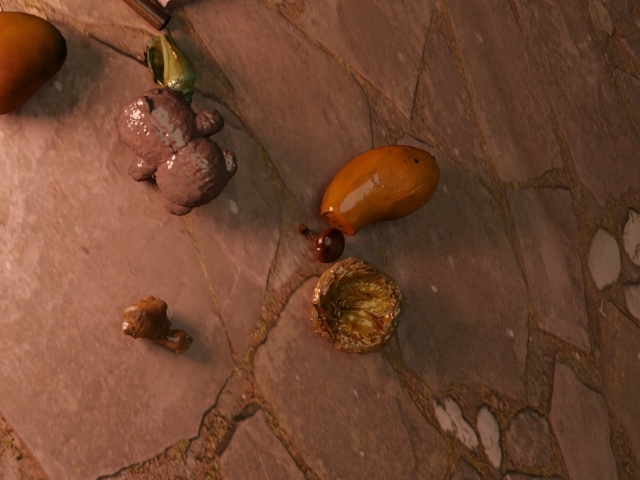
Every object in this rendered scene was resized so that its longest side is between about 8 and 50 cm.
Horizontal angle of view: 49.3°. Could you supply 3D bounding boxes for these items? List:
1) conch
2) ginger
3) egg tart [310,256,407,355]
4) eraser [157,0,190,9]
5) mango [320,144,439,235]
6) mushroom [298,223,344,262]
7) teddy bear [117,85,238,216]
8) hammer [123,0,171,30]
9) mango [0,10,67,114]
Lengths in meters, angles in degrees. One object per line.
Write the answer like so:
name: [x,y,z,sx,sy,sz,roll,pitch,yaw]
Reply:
conch: [-0.332,-0.378,1.561,0.095,0.079,0.200,-31,78,-16]
ginger: [-0.338,0.172,1.462,0.165,0.067,0.096,30,68,-34]
egg tart: [0.082,0.156,1.670,0.253,0.098,0.231,1,86,-24]
eraser: [-0.358,-0.650,1.602,0.125,0.068,0.210,-31,97,-29]
mango: [0.149,-0.136,1.729,0.360,0.144,0.186,-20,87,-27]
mushroom: [0.004,0.003,1.667,0.130,0.073,0.088,29,95,-19]
teddy bear: [-0.306,-0.198,1.489,0.236,0.151,0.267,-39,106,2]
hammer: [-0.513,-0.627,1.528,0.440,0.044,0.168,38,65,-16]
mango: [-0.627,-0.358,1.368,0.175,0.139,0.254,49,54,-25]
